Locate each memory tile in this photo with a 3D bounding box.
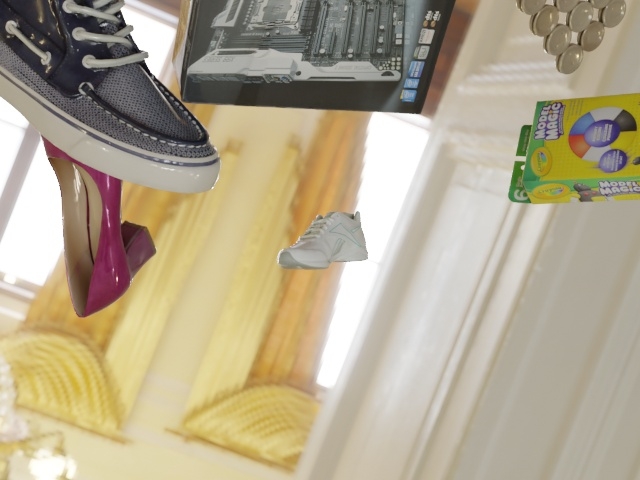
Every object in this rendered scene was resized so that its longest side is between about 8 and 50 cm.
[{"bbox_3d":[0.281,-0.262,1.387,0.012,0.113,0.148,39,176,44],"label":"memory tile"}]

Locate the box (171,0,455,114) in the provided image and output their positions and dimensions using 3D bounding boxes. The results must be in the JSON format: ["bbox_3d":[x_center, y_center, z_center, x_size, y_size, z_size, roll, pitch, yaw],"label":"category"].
[{"bbox_3d":[0.009,-0.262,1.118,0.242,0.307,0.076,1,-139,-18],"label":"box"}]

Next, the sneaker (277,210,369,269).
[{"bbox_3d":[0.000,0.000,1.371,0.053,0.061,0.152,1,-172,32],"label":"sneaker"}]

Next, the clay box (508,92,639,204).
[{"bbox_3d":[0.333,-0.111,1.492,0.222,0.127,0.053,-2,146,27],"label":"clay box"}]

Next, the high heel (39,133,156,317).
[{"bbox_3d":[-0.408,-0.050,2.067,0.127,0.181,0.377,8,136,43],"label":"high heel"}]

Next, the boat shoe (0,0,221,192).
[{"bbox_3d":[-0.216,-0.184,1.162,0.340,0.158,0.127,31,-154,22],"label":"boat shoe"}]
